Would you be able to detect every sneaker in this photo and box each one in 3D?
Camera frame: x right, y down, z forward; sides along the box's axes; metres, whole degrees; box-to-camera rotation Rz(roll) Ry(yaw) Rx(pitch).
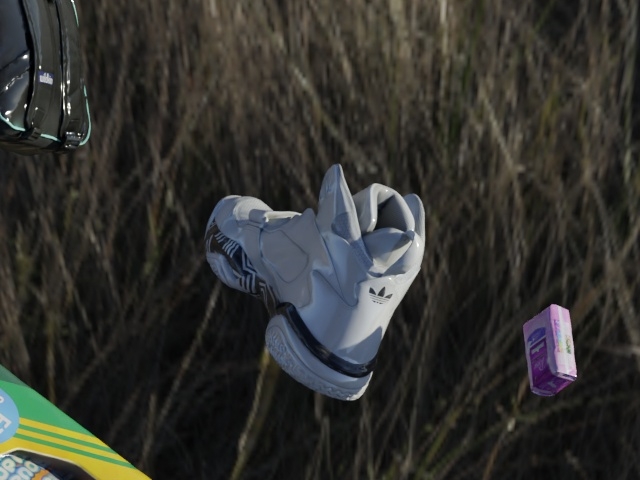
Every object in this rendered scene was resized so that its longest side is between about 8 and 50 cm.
[{"bbox_3d":[0.000,0.000,1.884,0.137,0.210,0.366,20,20,-32],"label":"sneaker"}]

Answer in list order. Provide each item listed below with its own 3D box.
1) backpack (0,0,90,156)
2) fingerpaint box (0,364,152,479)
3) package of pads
[{"bbox_3d":[-0.321,-0.186,1.715,0.144,0.166,0.188,-2,84,30],"label":"backpack"},{"bbox_3d":[-0.289,0.316,1.223,0.371,0.163,0.445,37,41,4],"label":"fingerpaint box"},{"bbox_3d":[0.235,0.113,1.739,0.032,0.050,0.083,15,53,-25],"label":"package of pads"}]
